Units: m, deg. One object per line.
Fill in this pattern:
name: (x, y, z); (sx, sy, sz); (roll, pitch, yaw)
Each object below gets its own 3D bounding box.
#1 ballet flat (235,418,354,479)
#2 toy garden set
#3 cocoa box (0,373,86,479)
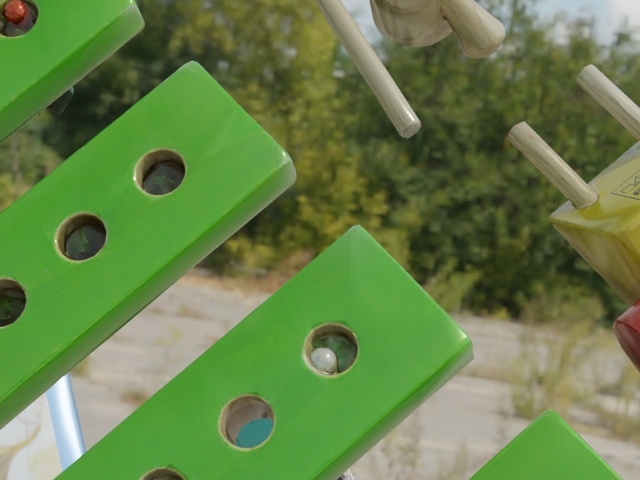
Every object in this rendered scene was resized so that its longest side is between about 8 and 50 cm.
ballet flat: (-0.001, 0.149, 0.848); (0.077, 0.222, 0.079); (-38, -33, 25)
toy garden set: (0.000, 0.000, 0.399); (0.244, 0.204, 0.049); (46, -10, 23)
cocoa box: (-0.345, 0.173, 1.059); (0.347, 0.231, 0.228); (-10, -25, -15)
